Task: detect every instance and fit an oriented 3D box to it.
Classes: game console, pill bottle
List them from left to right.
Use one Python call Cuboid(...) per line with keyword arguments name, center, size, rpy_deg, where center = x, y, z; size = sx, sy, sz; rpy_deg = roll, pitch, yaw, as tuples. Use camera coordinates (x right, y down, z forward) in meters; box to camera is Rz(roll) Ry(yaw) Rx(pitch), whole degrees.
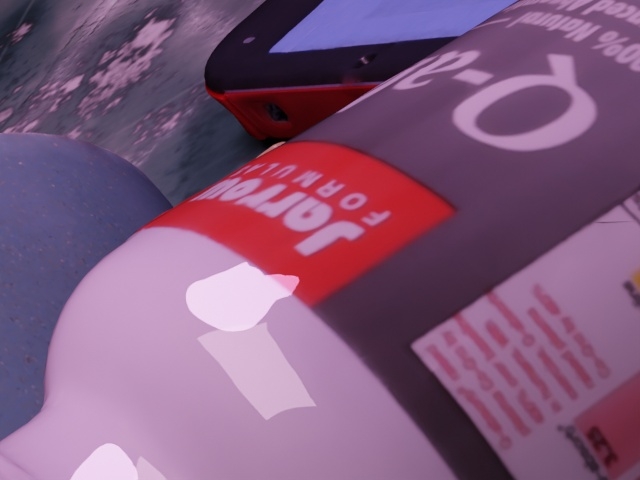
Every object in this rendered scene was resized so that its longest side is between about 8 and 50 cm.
Cuboid(name="pill bottle", center=(0.055, 0.054, 0.546), size=(0.363, 0.210, 0.210), rpy_deg=(-32, 21, -23))
Cuboid(name="game console", center=(0.131, -0.184, 1.119), size=(0.342, 0.060, 0.386), rpy_deg=(-49, 28, -23))

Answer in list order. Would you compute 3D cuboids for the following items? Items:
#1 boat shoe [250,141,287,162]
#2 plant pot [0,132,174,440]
Cuboid(name="boat shoe", center=(0.000, 0.000, 0.900), size=(0.341, 0.121, 0.110), rpy_deg=(-36, 26, 7))
Cuboid(name="plant pot", center=(-0.115, 0.134, 0.697), size=(0.290, 0.290, 0.195), rpy_deg=(-40, 61, -6))
